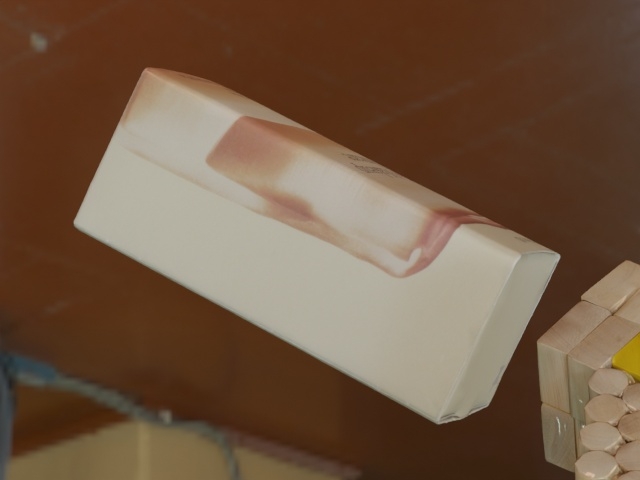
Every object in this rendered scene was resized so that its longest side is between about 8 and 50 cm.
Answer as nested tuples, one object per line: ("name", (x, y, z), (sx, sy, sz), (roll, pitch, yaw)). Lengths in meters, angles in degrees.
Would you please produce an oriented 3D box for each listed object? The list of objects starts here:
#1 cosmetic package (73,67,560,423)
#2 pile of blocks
("cosmetic package", (0.000, 0.000, 1.250), (0.296, 0.129, 0.153), (28, -173, 15))
("pile of blocks", (0.180, 0.160, 0.841), (0.149, 0.362, 0.113), (-3, 126, 8))
